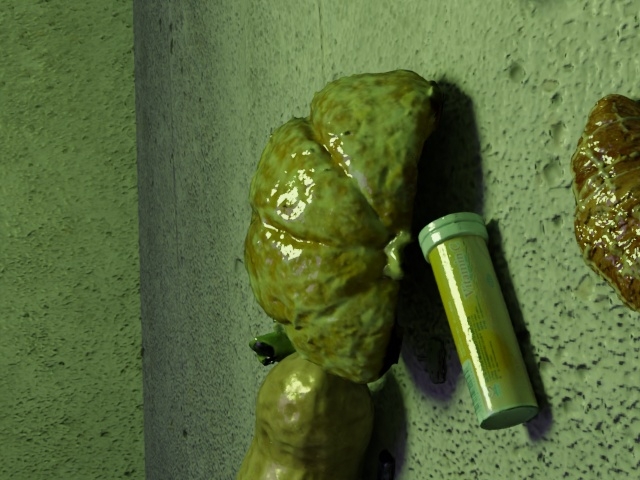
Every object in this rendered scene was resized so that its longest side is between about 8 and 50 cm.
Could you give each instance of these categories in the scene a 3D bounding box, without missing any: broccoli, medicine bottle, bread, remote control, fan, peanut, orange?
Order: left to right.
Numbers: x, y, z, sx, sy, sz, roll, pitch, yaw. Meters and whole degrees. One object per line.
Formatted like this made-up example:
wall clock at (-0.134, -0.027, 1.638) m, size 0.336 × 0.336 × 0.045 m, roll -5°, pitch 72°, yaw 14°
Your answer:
broccoli at (-0.026, 0.144, 1.608) m, size 0.154 × 0.160 × 0.167 m, roll 56°, pitch 136°, yaw 20°
peanut at (-0.024, 0.291, 1.538) m, size 0.192 × 0.169 × 0.387 m, roll -54°, pitch -22°, yaw -50°
orange at (0.020, -0.023, 1.342) m, size 0.271 × 0.210 × 0.368 m, roll -67°, pitch -16°, yaw -73°
remote control at (0.083, 0.326, 1.514) m, size 0.039 × 0.014 × 0.096 m, roll -136°, pitch 46°, yaw -65°
fan at (0.132, 0.142, 1.364) m, size 0.083 × 0.004 × 0.056 m, roll 179°, pitch 89°, yaw -73°
medicine bottle at (0.161, 0.081, 1.165) m, size 0.074 × 0.074 × 0.218 m, roll 117°, pitch 145°, yaw -55°
bread at (0.243, -0.021, 0.901) m, size 0.105 × 0.076 × 0.233 m, roll 115°, pitch 150°, yaw -51°
